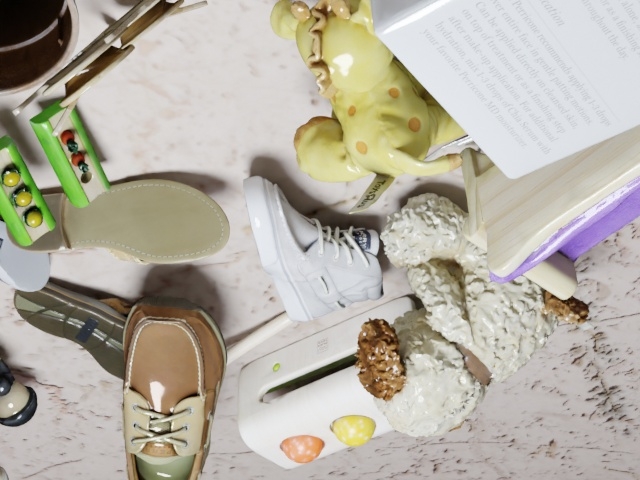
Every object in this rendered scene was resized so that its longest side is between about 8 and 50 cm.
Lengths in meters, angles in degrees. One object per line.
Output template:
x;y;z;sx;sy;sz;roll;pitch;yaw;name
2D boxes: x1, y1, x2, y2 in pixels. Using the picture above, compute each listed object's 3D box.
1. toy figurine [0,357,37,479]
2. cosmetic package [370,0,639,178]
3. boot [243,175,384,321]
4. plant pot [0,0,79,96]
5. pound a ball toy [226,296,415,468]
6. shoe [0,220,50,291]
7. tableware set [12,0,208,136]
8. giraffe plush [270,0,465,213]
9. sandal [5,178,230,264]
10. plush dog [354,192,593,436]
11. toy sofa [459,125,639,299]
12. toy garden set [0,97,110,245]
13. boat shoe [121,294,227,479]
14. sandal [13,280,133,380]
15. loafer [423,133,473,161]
-0.466;0.231;1.528;0.209;0.213;0.148;-16;128;15;toy figurine
0.283;-0.247;0.975;0.453;0.161;0.230;-23;138;26;cosmetic package
0.000;0.000;1.366;0.123;0.095;0.258;-14;151;5;boot
-0.261;-0.226;0.961;0.167;0.165;0.167;-2;145;-1;plant pot
-0.004;0.185;1.566;0.319;0.136;0.208;-25;138;27;pound a ball toy
-0.371;0.005;1.362;0.081;0.063;0.178;5;162;28;shoe
-0.163;-0.158;1.044;0.128;0.194;0.039;-30;107;32;tableware set
0.037;-0.147;1.114;0.181;0.210;0.170;-14;114;20;giraffe plush
-0.207;-0.017;1.348;0.240;0.088;0.079;0;176;8;sandal
0.149;0.114;1.359;0.225;0.210;0.262;-50;136;-5;plush dog
0.310;-0.081;1.169;0.150;0.177;0.362;29;128;-32;toy sofa
-0.321;-0.056;1.165;0.244;0.049;0.204;-38;133;-21;toy garden set
-0.173;0.205;1.471;0.122;0.120;0.324;4;133;0;boat shoe
-0.259;0.100;1.503;0.219;0.060;0.090;29;129;-16;sandal
0.107;-0.106;1.262;0.125;0.045;0.039;-23;123;14;loafer
